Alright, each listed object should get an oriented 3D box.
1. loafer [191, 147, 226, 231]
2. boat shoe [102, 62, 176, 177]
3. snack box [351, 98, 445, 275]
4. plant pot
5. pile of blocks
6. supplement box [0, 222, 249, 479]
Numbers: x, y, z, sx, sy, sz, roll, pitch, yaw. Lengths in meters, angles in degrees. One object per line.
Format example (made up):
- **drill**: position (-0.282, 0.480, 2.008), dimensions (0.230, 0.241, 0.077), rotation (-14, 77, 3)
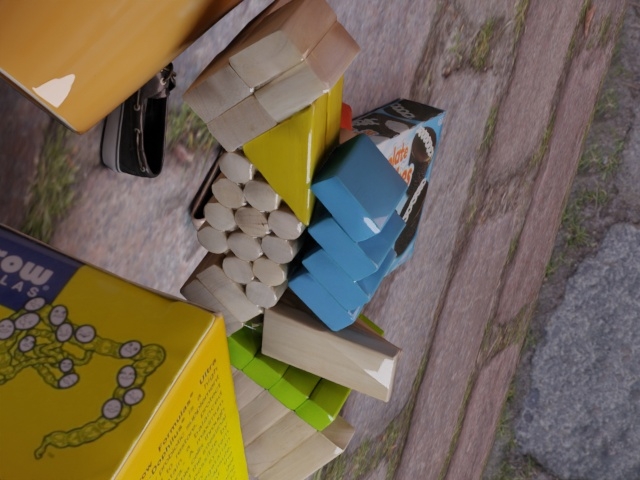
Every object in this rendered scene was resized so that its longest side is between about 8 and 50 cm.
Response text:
- **loafer**: position (-0.071, -0.059, 1.194), dimensions (0.125, 0.045, 0.039), rotation (-64, 154, -11)
- **boat shoe**: position (-0.122, -0.112, 0.997), dimensions (0.049, 0.040, 0.142), rotation (-35, 141, -60)
- **snack box**: position (0.037, -0.033, 1.491), dimensions (0.322, 0.060, 0.187), rotation (-32, 137, -62)
- **plant pot**: position (-0.120, -0.167, 0.743), dimensions (0.188, 0.205, 0.205), rotation (-53, 159, -5)
- **pile of blocks**: position (0.000, 0.000, 0.834), dimensions (0.362, 0.149, 0.112), rotation (100, 17, -45)
- **supplement box**: position (-0.174, 0.174, 0.866), dimensions (0.195, 0.194, 0.356), rotation (-59, 161, -30)
